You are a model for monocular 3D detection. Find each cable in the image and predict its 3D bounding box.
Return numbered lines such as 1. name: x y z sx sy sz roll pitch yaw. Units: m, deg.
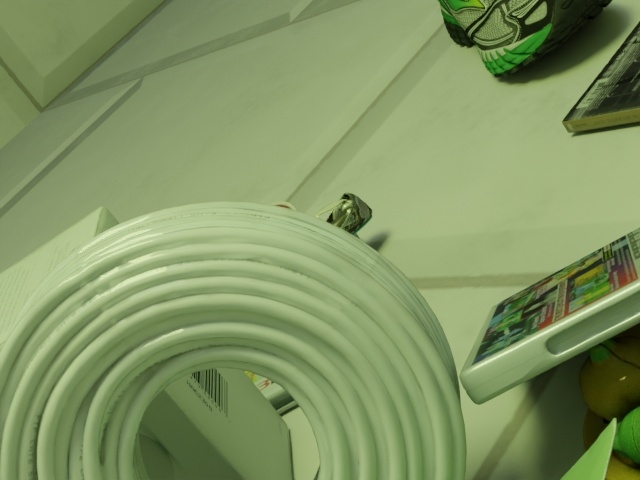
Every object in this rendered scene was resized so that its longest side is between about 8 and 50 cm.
1. cable: -0.050 0.106 0.578 0.257 0.257 0.089 -48 4 4

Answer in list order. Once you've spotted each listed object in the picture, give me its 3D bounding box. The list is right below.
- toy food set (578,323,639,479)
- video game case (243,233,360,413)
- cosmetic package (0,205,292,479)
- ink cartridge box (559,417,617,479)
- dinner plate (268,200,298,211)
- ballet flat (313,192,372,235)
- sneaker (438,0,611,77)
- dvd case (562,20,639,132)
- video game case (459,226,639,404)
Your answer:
1. toy food set: 0.214 0.059 0.539 0.218 0.071 0.128 -11 33 46
2. video game case: -0.048 0.085 0.930 0.193 0.023 0.212 -30 23 14
3. cosmetic package: -0.171 0.141 0.735 0.225 0.224 0.138 -32 23 9
4. ink cartridge box: 0.043 0.191 0.446 0.235 0.056 0.171 -63 -1 -45
5. dinner plate: -0.055 0.033 0.938 0.141 0.017 0.141 -40 36 38
6. ballet flat: 0.000 0.000 0.941 0.041 0.041 0.114 -4 40 53
7. sneaker: 0.178 -0.269 1.134 0.134 0.146 0.343 -37 23 -1
8. dvd case: 0.319 -0.153 0.870 0.221 0.018 0.164 -5 37 53
9. video game case: 0.174 0.023 0.632 0.183 0.023 0.201 -30 -1 15
